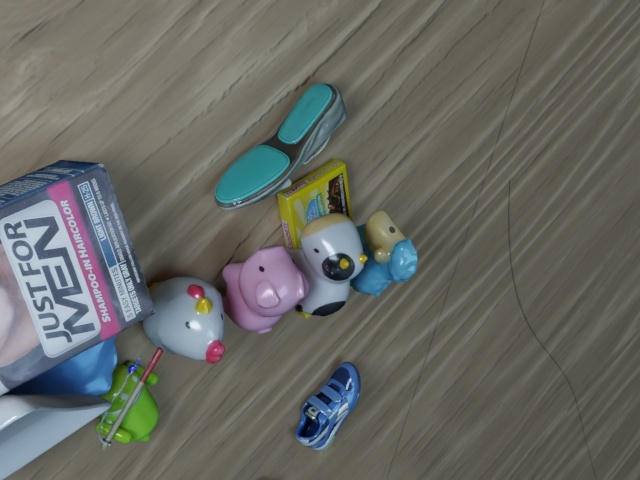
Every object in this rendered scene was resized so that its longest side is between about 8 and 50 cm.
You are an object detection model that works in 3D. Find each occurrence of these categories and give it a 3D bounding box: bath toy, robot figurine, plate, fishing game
[{"bbox_3d":[-0.049,0.059,1.343,0.348,0.129,0.151,-19,127,-31],"label":"bath toy"},{"bbox_3d":[-0.236,0.195,1.297,0.115,0.067,0.101,71,32,-42],"label":"robot figurine"},{"bbox_3d":[-0.361,0.222,1.059,0.278,0.045,0.277,-33,171,0],"label":"plate"},{"bbox_3d":[-0.312,0.133,1.182,0.264,0.041,0.189,29,91,-35],"label":"fishing game"}]

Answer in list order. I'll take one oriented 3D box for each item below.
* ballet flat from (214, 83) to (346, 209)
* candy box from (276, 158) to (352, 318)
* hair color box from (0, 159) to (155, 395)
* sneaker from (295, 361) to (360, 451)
[{"bbox_3d":[-0.041,-0.101,1.325,0.213,0.072,0.068,-49,144,-15],"label":"ballet flat"},{"bbox_3d":[0.000,0.000,1.464,0.105,0.027,0.206,-31,132,-27],"label":"candy box"},{"bbox_3d":[-0.346,0.064,1.035,0.347,0.105,0.174,-29,112,-32],"label":"hair color box"},{"bbox_3d":[0.011,0.246,1.604,0.059,0.053,0.144,23,94,-49],"label":"sneaker"}]
